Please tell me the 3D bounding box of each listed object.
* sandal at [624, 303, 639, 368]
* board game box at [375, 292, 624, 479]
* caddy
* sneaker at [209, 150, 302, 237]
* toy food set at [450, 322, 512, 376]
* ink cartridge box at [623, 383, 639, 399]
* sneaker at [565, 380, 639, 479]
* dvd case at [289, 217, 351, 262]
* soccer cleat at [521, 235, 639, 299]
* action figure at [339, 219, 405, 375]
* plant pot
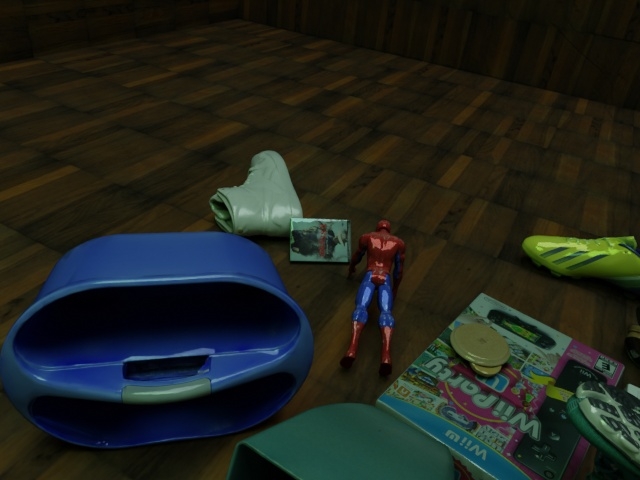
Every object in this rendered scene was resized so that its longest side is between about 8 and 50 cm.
[{"bbox_3d":[0.527,0.180,0.835,0.060,0.090,0.219,-3,35,25],"label":"sandal"},{"bbox_3d":[0.242,0.219,0.690,0.224,0.098,0.303,28,39,30],"label":"board game box"},{"bbox_3d":[-0.181,0.127,0.620,0.341,0.241,0.179,-2,28,-14],"label":"caddy"},{"bbox_3d":[-0.155,-0.109,1.102,0.169,0.108,0.292,-2,35,-20],"label":"sneaker"},{"bbox_3d":[0.216,0.142,0.696,0.082,0.020,0.083,-22,42,-38],"label":"toy food set"},{"bbox_3d":[0.467,0.274,0.677,0.150,0.063,0.109,23,36,22],"label":"ink cartridge box"},{"bbox_3d":[0.327,0.250,0.532,0.275,0.110,0.107,45,22,-22],"label":"sneaker"},{"bbox_3d":[0.000,0.000,1.001,0.119,0.013,0.087,3,77,-10],"label":"dvd case"},{"bbox_3d":[0.551,0.029,1.014,0.289,0.121,0.093,19,35,18],"label":"soccer cleat"},{"bbox_3d":[0.087,0.096,0.869,0.091,0.139,0.280,12,55,2],"label":"action figure"},{"bbox_3d":[0.032,0.261,0.494,0.165,0.166,0.234,22,10,25],"label":"plant pot"}]
